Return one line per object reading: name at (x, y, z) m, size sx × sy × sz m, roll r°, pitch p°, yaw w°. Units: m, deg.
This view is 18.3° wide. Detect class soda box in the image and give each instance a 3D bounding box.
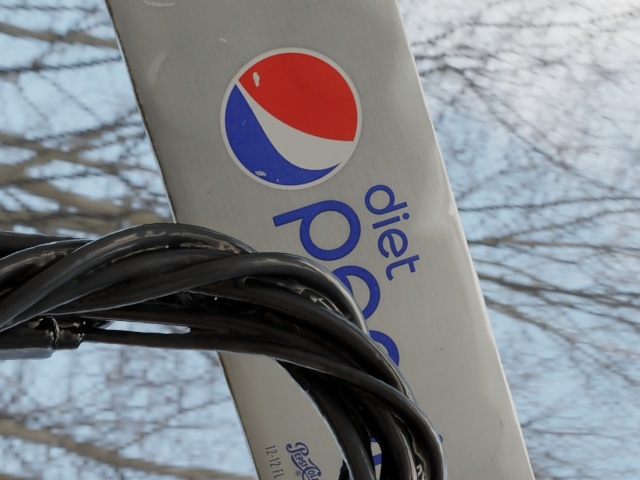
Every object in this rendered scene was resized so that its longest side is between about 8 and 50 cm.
soda box at (0.000, 0.000, 0.717) m, size 0.098 × 0.091 × 0.286 m, roll -18°, pitch -78°, yaw -3°

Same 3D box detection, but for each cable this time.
cable at (-0.055, 0.063, 0.532) m, size 0.047 × 0.184 × 0.150 m, roll 108°, pitch -13°, yaw -51°
